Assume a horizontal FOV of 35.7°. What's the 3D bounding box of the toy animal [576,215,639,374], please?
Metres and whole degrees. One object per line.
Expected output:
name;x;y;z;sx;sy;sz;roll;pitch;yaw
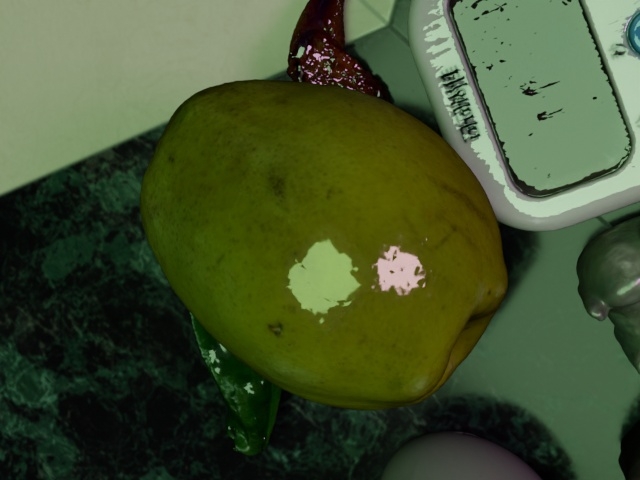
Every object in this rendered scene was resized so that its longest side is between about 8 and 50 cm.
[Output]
toy animal;0.325;-0.008;0.797;0.251;0.125;0.127;-39;53;17

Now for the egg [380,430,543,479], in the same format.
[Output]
egg;0.138;0.256;0.873;0.198;0.146;0.146;45;106;2

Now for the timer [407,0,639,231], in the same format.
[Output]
timer;0.210;-0.150;0.846;0.237;0.087;0.262;-20;88;17

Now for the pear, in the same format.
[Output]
pear;0.000;0.000;0.814;0.307;0.253;0.253;29;102;21

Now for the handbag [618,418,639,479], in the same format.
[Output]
handbag;0.422;0.166;0.803;0.257;0.113;0.285;40;104;3

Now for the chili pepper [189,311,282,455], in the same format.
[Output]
chili pepper;-0.076;0.105;0.972;0.108;0.062;0.216;3;96;23

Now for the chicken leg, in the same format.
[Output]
chicken leg;0.012;-0.169;0.926;0.093;0.053;0.205;-12;99;-5
